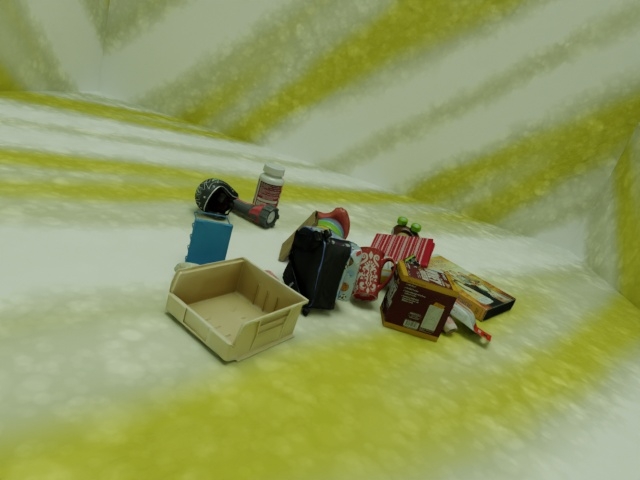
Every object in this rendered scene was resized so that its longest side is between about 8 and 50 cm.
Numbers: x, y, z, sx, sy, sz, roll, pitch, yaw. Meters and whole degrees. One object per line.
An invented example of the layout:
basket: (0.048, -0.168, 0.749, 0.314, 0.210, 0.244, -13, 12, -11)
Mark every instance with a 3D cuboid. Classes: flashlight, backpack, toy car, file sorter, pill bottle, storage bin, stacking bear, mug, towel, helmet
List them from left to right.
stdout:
file sorter: (-0.364, 0.004, 1.445, 0.118, 0.170, 0.104, 9, 19, -24)
helmet: (-0.442, -0.181, 1.882, 0.161, 0.169, 0.169, 27, 15, -25)
storage bin: (-0.223, 0.171, 1.192, 0.262, 0.123, 0.260, 30, 22, 29)
flashlight: (-0.327, -0.156, 2.010, 0.304, 0.103, 0.103, 27, -5, 25)
pill bottle: (-0.243, -0.250, 2.147, 0.121, 0.221, 0.121, 16, 20, -6)
backpack: (-0.001, 0.073, 1.472, 0.213, 0.277, 0.263, 12, 13, -31)
stacking bear: (0.000, 0.000, 1.802, 0.175, 0.164, 0.289, -8, 21, 27)
mug: (0.174, 0.116, 1.565, 0.113, 0.169, 0.150, 30, -32, -36)
pill bottle: (0.207, 0.110, 1.741, 0.214, 0.117, 0.117, 11, 21, -21)
toy car: (0.381, -0.005, 2.181, 0.149, 0.155, 0.188, 30, 35, 29)
towel: (0.356, 0.044, 1.992, 0.274, 0.031, 0.199, 7, 37, 21)

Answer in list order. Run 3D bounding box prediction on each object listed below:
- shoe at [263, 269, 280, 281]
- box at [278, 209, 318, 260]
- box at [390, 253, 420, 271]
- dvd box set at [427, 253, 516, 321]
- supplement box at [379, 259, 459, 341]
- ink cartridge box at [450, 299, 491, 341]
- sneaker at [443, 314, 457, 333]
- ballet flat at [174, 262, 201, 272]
shoe: (-0.214, 0.119, 1.434, 0.177, 0.064, 0.081, 25, 18, 2)
box: (-0.082, -0.022, 1.732, 0.021, 0.201, 0.164, 41, 15, -13)
box: (0.357, 0.156, 1.716, 0.184, 0.045, 0.190, 60, 30, 6)
dvd box set: (0.594, 0.188, 1.956, 0.307, 0.062, 0.420, -3, 29, -46)
supplement box: (0.321, 0.198, 1.492, 0.191, 0.194, 0.129, 17, 19, -3)
ink cartridge box: (0.541, 0.281, 1.610, 0.179, 0.045, 0.145, 34, 10, 21)
sneaker: (0.446, 0.292, 1.580, 0.070, 0.051, 0.134, 61, 14, 16)
ballet flat: (-0.356, 0.106, 1.351, 0.168, 0.057, 0.052, 13, 30, -14)
